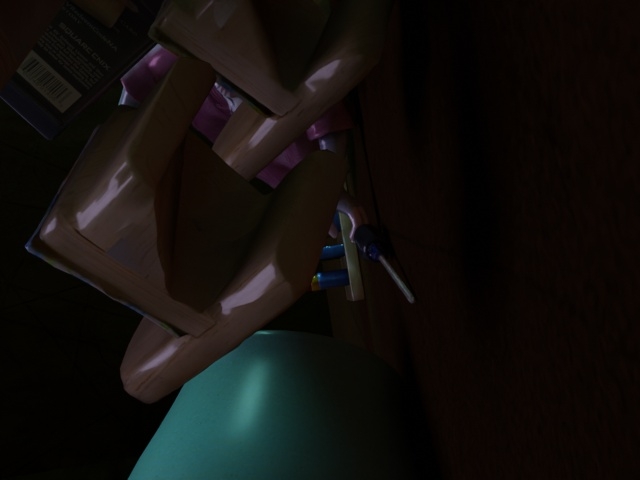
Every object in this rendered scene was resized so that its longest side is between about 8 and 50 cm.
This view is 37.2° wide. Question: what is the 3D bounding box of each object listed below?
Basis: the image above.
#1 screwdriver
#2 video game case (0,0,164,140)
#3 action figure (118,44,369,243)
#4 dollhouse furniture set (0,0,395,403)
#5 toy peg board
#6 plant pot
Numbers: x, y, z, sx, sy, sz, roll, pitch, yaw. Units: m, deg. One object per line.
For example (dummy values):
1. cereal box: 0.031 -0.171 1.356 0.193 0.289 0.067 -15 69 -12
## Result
1. screwdriver: 0.048 0.013 0.679 0.170 0.024 0.025 -132 61 -76
2. video game case: -0.192 -0.217 0.702 0.196 0.026 0.274 43 -137 -11
3. action figure: -0.042 -0.150 0.868 0.370 0.248 0.276 87 -159 -85
4. dollhouse furniture set: -0.174 -0.157 0.474 0.256 0.362 0.394 -37 26 43
5. toy peg board: 0.000 0.000 1.188 0.160 0.079 0.161 108 153 -87
6. plant pot: -0.031 0.217 0.714 0.272 0.271 0.255 83 -167 -56
